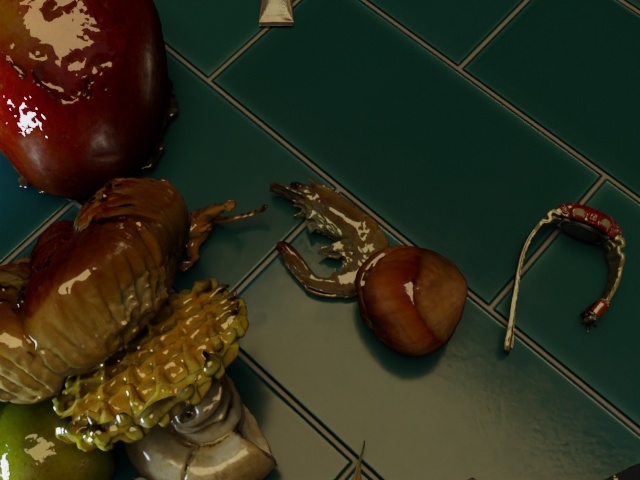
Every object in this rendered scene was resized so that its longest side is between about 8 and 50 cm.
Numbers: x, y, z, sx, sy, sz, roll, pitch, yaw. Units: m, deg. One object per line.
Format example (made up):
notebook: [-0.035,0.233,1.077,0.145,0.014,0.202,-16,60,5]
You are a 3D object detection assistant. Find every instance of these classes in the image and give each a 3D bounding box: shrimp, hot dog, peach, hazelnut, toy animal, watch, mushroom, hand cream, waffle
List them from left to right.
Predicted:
hot dog: [-0.365,0.076,1.174,0.367,0.365,0.196,-33,109,8]
peach: [-0.431,-0.281,1.427,0.338,0.353,0.417,-8,109,5]
waffle: [-0.235,0.172,1.146,0.329,0.062,0.329,-23,27,12]
mushroom: [-0.197,0.274,1.224,0.189,0.195,0.254,-37,70,-10]
toy animal: [-0.214,-0.024,1.410,0.255,0.116,0.114,-7,111,-6]
hand cream: [-0.085,-0.512,1.629,0.067,0.043,0.210,0,73,1]
shrimp: [0.000,0.000,1.412,0.253,0.058,0.173,30,80,10]
hazelnut: [0.145,0.089,1.317,0.182,0.182,0.182,0,68,1]
watch: [0.398,0.071,1.361,0.164,0.102,0.269,14,77,5]

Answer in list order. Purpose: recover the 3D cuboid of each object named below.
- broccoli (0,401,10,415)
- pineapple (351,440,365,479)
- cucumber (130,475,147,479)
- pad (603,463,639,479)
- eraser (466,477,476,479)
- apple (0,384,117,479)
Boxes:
broccoli: [-0.554,0.291,1.261,0.304,0.165,0.145,-33,63,-26]
pineapple: [0.046,0.458,1.165,0.158,0.161,0.335,28,73,14]
cucumber: [-0.278,0.369,1.223,0.032,0.133,0.032,9,66,-21]
pad: [0.427,0.462,1.238,0.267,0.004,0.181,-23,69,-8]
eraser: [0.155,0.508,1.178,0.061,0.089,0.352,29,70,8]
apple: [-0.383,0.306,1.214,0.156,0.196,0.197,-12,68,-9]
